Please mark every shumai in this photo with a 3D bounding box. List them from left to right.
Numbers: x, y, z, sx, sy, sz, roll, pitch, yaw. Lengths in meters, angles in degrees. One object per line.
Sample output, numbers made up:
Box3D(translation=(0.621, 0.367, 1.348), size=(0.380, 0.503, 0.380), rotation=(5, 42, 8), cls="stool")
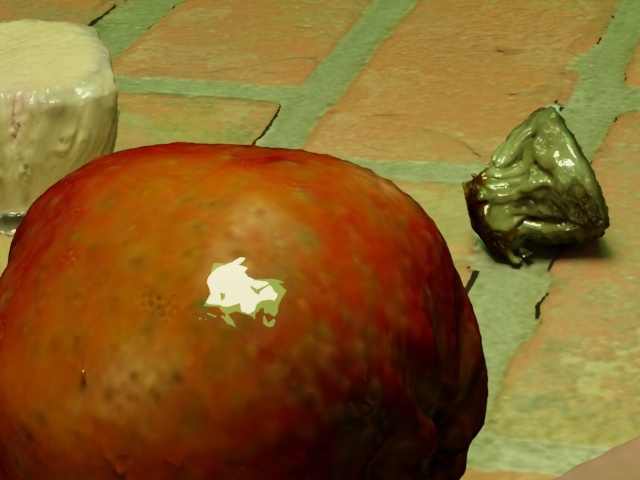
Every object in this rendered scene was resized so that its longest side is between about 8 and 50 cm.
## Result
Box3D(translation=(0.143, -0.032, 1.262), size=(0.087, 0.099, 0.124), rotation=(-26, 3, 0), cls="shumai")

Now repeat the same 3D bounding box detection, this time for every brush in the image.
Box3D(translation=(-0.192, -0.030, 1.202), size=(0.174, 0.166, 0.266), rotation=(-10, 29, -15), cls="brush")

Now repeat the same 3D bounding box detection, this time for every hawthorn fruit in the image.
Box3D(translation=(-0.073, 0.072, 0.886), size=(0.300, 0.254, 0.254), rotation=(6, 27, 26), cls="hawthorn fruit")

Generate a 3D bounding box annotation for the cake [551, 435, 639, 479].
Box3D(translation=(0.226, 0.189, 0.607), size=(0.230, 0.237, 0.309), rotation=(-17, 27, -27), cls="cake")
